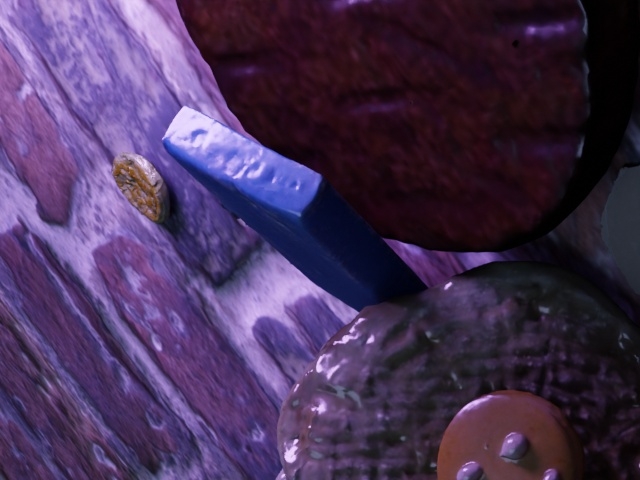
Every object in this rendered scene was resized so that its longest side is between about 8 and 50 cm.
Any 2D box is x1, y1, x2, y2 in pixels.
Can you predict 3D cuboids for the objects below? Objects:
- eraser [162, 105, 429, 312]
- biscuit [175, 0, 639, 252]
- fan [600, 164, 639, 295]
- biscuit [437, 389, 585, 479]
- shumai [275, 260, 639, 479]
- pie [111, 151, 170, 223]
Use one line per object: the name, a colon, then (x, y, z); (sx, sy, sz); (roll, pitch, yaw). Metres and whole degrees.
eraser: (0.000, 0.000, 1.280); (0.144, 0.042, 0.312); (30, 173, 31)
biscuit: (0.051, -0.179, 1.145); (0.407, 0.091, 0.407); (31, 140, 30)
fan: (0.296, -0.006, 1.074); (0.182, 0.010, 0.310); (50, 150, 2)
biscuit: (0.176, 0.243, 1.125); (0.197, 0.049, 0.301); (-33, 74, 18)
shumai: (0.127, 0.170, 1.318); (0.309, 0.304, 0.263); (21, 176, 5)
pie: (-0.175, -0.054, 1.608); (0.084, 0.021, 0.084); (36, 148, 27)
